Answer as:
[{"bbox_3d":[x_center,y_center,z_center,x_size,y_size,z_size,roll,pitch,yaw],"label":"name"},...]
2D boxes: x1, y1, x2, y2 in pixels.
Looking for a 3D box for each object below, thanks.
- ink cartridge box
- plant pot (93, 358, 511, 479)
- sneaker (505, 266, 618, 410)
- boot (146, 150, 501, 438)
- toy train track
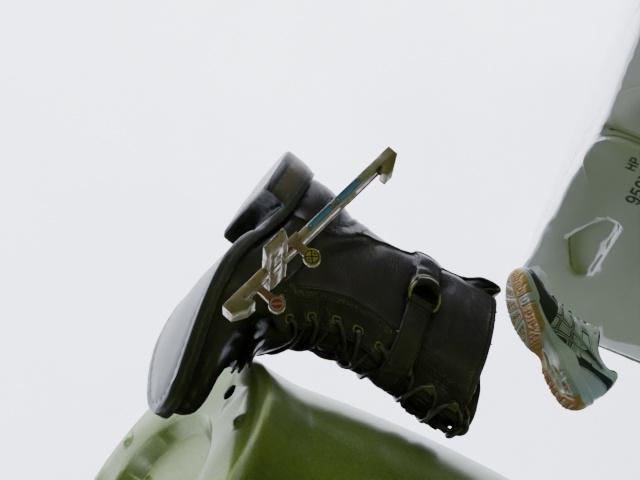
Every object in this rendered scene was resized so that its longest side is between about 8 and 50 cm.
[{"bbox_3d":[0.322,-0.126,1.136,0.166,0.285,0.395,23,-121,6],"label":"ink cartridge box"},{"bbox_3d":[0.004,0.276,0.983,0.353,0.366,0.366,40,-98,-21],"label":"plant pot"},{"bbox_3d":[0.131,0.050,0.718,0.037,0.032,0.083,-24,-96,-19],"label":"sneaker"},{"bbox_3d":[0.019,0.072,0.958,0.229,0.091,0.263,37,-128,-9],"label":"boot"},{"bbox_3d":[0.000,0.000,0.459,0.014,0.048,0.083,42,-107,12],"label":"toy train track"}]
